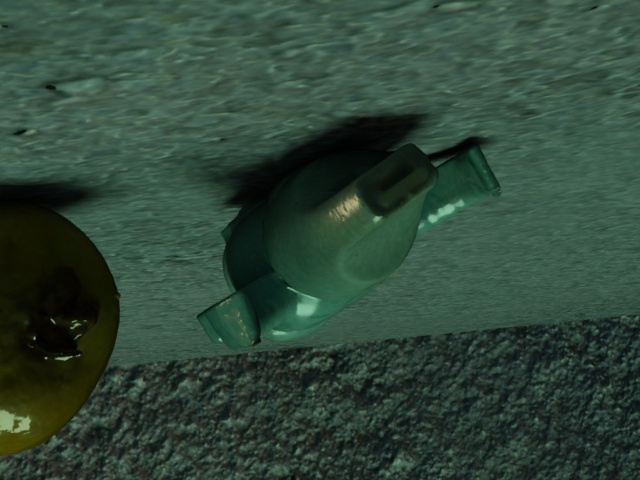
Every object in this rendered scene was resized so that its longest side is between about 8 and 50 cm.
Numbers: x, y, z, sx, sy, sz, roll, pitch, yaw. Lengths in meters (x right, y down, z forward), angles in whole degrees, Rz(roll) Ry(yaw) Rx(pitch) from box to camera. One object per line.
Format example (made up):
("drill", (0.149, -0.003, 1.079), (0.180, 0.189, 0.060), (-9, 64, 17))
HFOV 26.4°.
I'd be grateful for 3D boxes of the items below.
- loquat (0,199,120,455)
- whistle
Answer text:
("loquat", (-0.189, 0.050, 0.787), (0.163, 0.137, 0.163), (-34, -158, 16))
("whistle", (0.000, 0.000, 0.805), (0.186, 0.093, 0.274), (-32, 179, -21))
